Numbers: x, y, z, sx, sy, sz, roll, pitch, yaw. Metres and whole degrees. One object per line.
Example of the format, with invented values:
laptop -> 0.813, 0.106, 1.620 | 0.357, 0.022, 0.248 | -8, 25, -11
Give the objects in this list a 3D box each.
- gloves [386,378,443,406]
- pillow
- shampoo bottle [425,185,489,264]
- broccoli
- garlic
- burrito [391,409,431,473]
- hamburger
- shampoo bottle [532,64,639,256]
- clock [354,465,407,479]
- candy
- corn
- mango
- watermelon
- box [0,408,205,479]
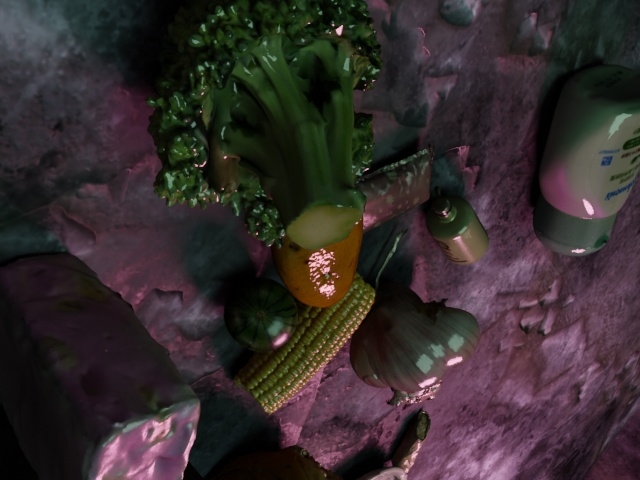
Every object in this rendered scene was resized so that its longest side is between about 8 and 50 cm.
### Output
gloves -> 0.183, 0.252, 1.486 | 0.144, 0.094, 0.110 | -10, 139, -54
pillow -> 0.099, -0.066, 1.145 | 0.185, 0.043, 0.118 | -31, 142, -27
shampoo bottle -> 0.214, -0.024, 1.279 | 0.079, 0.079, 0.162 | -50, 145, -3
broccoli -> -0.050, -0.119, 0.787 | 0.288, 0.236, 0.259 | 28, 64, -46
garlic -> 0.145, 0.112, 1.296 | 0.207, 0.207, 0.256 | -1, 86, -48
burrito -> 0.194, 0.431, 1.689 | 0.041, 0.055, 0.149 | 16, 113, -21
hamburger -> -0.069, 0.467, 1.275 | 0.261, 0.245, 0.211 | -29, 146, 3
shampoo bottle -> 0.478, -0.124, 1.424 | 0.222, 0.151, 0.349 | -27, 139, -34
clock -> 0.080, 0.553, 1.664 | 0.237, 0.053, 0.236 | -27, 136, -30
candy -> -0.228, 0.142, 0.774 | 0.116, 0.265, 0.155 | -13, 130, -37
corn -> -0.019, 0.142, 1.156 | 0.244, 0.093, 0.093 | -49, 145, -2
mango -> 0.000, 0.000, 1.028 | 0.147, 0.110, 0.227 | -62, 153, -30
watermelon -> -0.079, 0.099, 1.048 | 0.109, 0.109, 0.108 | -29, 139, -29
box -> -0.267, 0.358, 0.932 | 0.205, 0.251, 0.345 | -27, 138, -31
